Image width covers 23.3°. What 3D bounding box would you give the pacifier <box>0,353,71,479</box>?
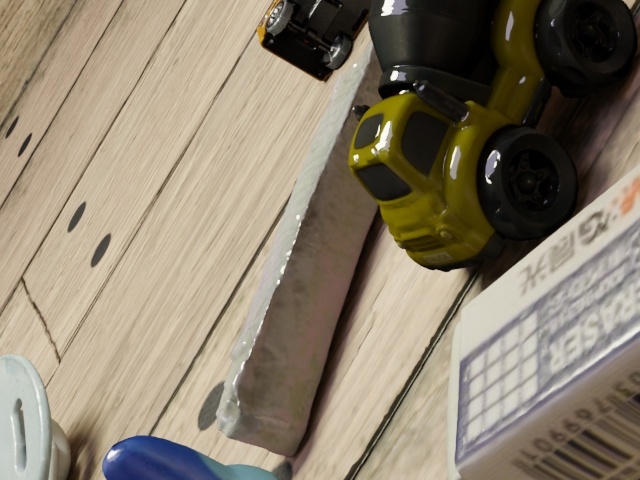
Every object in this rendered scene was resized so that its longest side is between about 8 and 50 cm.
[{"bbox_3d":[-0.382,0.243,1.568,0.287,0.225,0.238,-38,49,46],"label":"pacifier"}]

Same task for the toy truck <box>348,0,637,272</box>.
[{"bbox_3d":[0.090,-0.101,1.030,0.147,0.165,0.224,-12,52,61],"label":"toy truck"}]

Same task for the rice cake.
[{"bbox_3d":[0.000,0.000,1.228,0.056,0.072,0.365,-29,37,57],"label":"rice cake"}]

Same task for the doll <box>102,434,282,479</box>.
[{"bbox_3d":[-0.085,0.264,0.971,0.365,0.187,0.376,-56,31,40],"label":"doll"}]

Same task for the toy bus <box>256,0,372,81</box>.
[{"bbox_3d":[0.018,-0.259,1.503,0.194,0.083,0.088,-56,21,11],"label":"toy bus"}]

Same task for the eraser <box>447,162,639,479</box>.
[{"bbox_3d":[0.178,0.030,0.783,0.279,0.081,0.124,-43,27,37],"label":"eraser"}]
